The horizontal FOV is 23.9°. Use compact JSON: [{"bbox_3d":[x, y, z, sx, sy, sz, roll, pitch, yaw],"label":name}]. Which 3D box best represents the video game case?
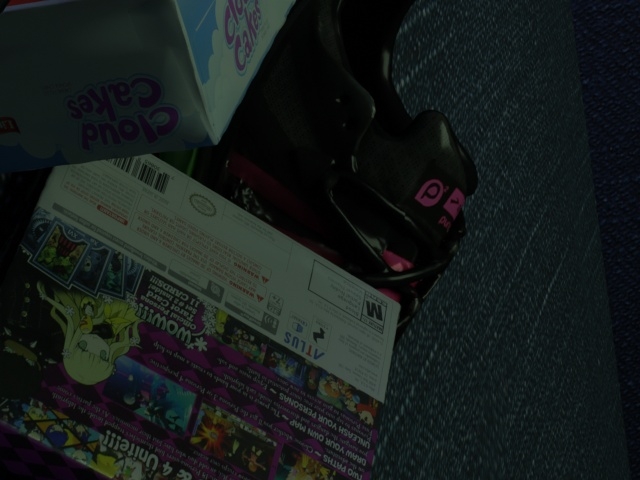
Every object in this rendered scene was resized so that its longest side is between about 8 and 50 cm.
[{"bbox_3d":[-0.071,0.063,0.814,0.232,0.042,0.210,31,44,-18],"label":"video game case"}]

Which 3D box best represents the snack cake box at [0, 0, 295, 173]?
[{"bbox_3d":[-0.098,-0.145,0.815,0.264,0.152,0.089,-68,148,-53],"label":"snack cake box"}]

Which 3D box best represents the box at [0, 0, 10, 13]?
[{"bbox_3d":[-0.204,-0.207,0.425,0.395,0.212,0.293,-69,149,-53],"label":"box"}]

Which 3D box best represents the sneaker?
[{"bbox_3d":[0.000,0.000,0.991,0.185,0.202,0.483,28,59,-67],"label":"sneaker"}]
